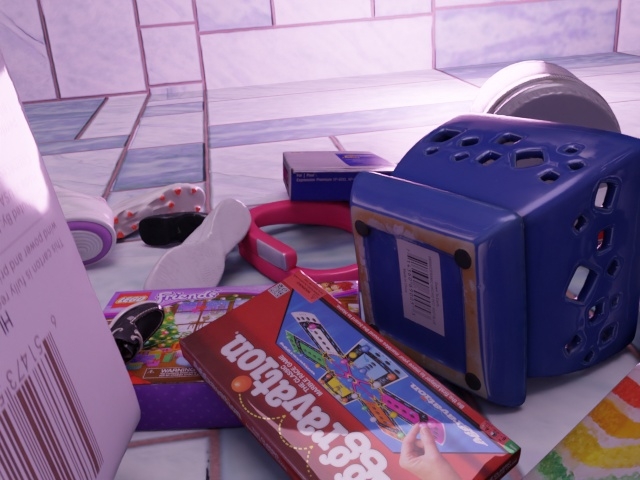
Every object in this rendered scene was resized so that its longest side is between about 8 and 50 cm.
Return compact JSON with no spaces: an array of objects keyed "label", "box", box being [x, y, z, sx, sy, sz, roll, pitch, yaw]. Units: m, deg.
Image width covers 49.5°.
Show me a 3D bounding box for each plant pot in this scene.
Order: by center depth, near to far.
[{"label":"plant pot","box":[0.169,0.016,0.714,0.212,0.236,0.236,-25,30,-31]}]

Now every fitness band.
[{"label":"fitness band","box":[0.000,0.000,1.023,0.209,0.054,0.291,-13,24,-28]}]

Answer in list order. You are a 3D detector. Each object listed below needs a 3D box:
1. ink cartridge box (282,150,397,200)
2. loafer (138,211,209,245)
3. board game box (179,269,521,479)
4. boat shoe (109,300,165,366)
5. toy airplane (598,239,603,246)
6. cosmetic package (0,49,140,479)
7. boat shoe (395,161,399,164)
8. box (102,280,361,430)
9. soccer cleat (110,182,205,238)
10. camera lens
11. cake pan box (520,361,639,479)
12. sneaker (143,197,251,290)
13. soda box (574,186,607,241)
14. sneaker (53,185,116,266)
[{"label":"ink cartridge box","box":[0.029,-0.111,1.178,0.176,0.069,0.371,-1,10,-5]},{"label":"loafer","box":[-0.202,-0.022,1.098,0.170,0.062,0.061,6,19,21]},{"label":"board game box","box":[0.011,0.134,0.593,0.145,0.027,0.281,-31,45,-26]},{"label":"boat shoe","box":[-0.190,0.100,0.653,0.038,0.046,0.125,15,34,36]},{"label":"toy airplane","box":[0.334,0.007,0.938,0.151,0.028,0.151,-22,29,13]},{"label":"cosmetic package","box":[-0.371,0.101,0.390,0.394,0.327,0.329,-13,21,4]},{"label":"boat shoe","box":[0.196,-0.113,1.245,0.170,0.063,0.059,-3,16,2]},{"label":"box","box":[-0.102,0.115,0.735,0.293,0.057,0.201,-3,22,3]},{"label":"soccer cleat","box":[-0.292,-0.056,1.193,0.196,0.068,0.076,-23,25,-33]},{"label":"camera lens","box":[0.363,-0.174,1.155,0.219,0.219,0.274,-1,22,8]},{"label":"cake pan box","box":[0.234,0.156,0.361,0.246,0.070,0.267,-39,14,-14]},{"label":"sneaker","box":[-0.175,0.032,0.956,0.094,0.080,0.212,-33,14,46]},{"label":"soda box","box":[0.433,-0.006,0.919,0.069,0.074,0.216,-14,24,-21]},{"label":"sneaker","box":[-0.467,-0.020,1.054,0.305,0.114,0.152,0,32,-14]}]
